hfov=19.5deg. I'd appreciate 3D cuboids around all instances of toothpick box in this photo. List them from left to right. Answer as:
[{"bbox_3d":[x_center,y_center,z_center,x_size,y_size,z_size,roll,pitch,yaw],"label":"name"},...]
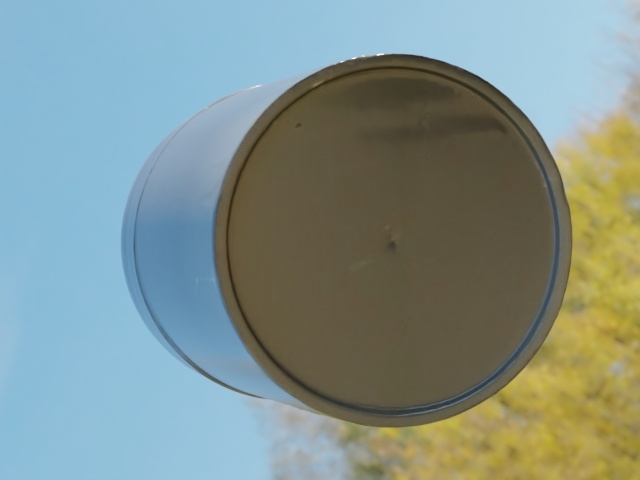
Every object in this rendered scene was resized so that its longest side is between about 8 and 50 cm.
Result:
[{"bbox_3d":[0.000,0.000,0.607,0.111,0.111,0.180,-55,11,-8],"label":"toothpick box"}]
